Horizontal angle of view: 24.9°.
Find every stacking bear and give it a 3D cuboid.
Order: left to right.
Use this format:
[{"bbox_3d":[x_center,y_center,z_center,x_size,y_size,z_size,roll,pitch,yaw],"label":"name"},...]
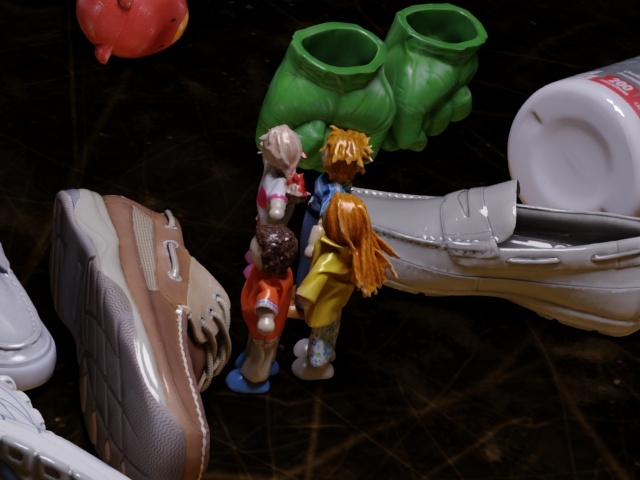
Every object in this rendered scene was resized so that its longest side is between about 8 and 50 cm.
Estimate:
[{"bbox_3d":[-0.200,-0.310,1.628,0.164,0.175,0.289,25,38,-18],"label":"stacking bear"}]

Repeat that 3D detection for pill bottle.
[{"bbox_3d":[0.333,-0.107,1.459,0.161,0.161,0.283,33,37,33],"label":"pill bottle"}]

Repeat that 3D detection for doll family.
[{"bbox_3d":[0.000,0.000,1.158,0.118,0.163,0.263,9,30,-5],"label":"doll family"}]

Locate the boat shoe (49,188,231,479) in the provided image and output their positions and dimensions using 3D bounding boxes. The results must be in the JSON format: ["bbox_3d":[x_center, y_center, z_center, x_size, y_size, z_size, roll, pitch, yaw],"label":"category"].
[{"bbox_3d":[-0.119,0.058,1.066,0.116,0.123,0.324,2,33,-21],"label":"boat shoe"}]

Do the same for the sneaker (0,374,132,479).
[{"bbox_3d":[-0.224,0.126,0.929,0.297,0.111,0.129,22,26,15],"label":"sneaker"}]

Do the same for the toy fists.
[{"bbox_3d":[0.055,-0.143,1.448,0.279,0.142,0.096,-20,57,-42],"label":"toy fists"}]

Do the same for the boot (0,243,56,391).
[{"bbox_3d":[-0.285,0.001,1.094,0.095,0.123,0.258,-19,42,-41],"label":"boot"}]

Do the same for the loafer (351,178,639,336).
[{"bbox_3d":[0.147,-0.007,1.273,0.319,0.111,0.112,11,30,-1],"label":"loafer"}]
